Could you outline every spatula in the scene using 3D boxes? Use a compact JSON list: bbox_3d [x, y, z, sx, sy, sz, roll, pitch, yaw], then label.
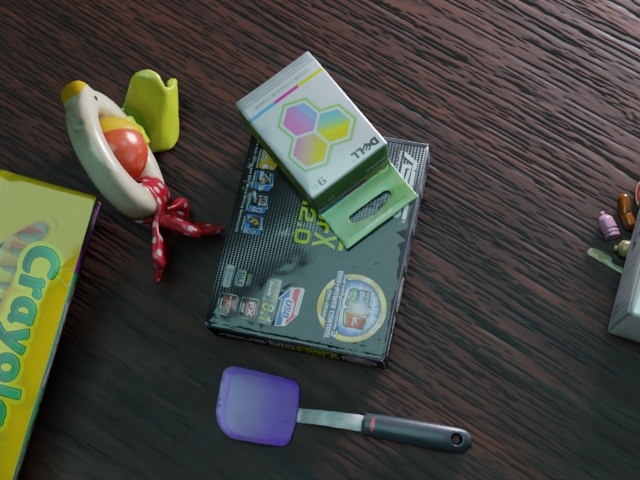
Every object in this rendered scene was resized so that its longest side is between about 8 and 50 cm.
[{"bbox_3d":[0.027,0.209,1.491,0.296,0.030,0.084,9,76,9],"label":"spatula"}]

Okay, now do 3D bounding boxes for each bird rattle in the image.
[{"bbox_3d":[-0.233,-0.083,1.527,0.143,0.207,0.253,-23,62,19],"label":"bird rattle"}]

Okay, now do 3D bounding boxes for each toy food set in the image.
[{"bbox_3d":[0.369,-0.023,1.521,0.078,0.019,0.122,31,80,14],"label":"toy food set"}]

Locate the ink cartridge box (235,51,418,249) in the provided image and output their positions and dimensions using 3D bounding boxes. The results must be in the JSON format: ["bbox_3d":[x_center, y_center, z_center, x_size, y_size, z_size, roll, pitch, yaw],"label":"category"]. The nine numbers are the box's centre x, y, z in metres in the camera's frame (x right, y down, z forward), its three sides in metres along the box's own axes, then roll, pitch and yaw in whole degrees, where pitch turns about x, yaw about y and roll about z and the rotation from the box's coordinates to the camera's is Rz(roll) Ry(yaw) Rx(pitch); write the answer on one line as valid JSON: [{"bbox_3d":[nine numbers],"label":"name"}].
[{"bbox_3d":[0.007,-0.106,1.504,0.109,0.062,0.209,-37,73,-6],"label":"ink cartridge box"}]

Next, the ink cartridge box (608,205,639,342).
[{"bbox_3d":[0.464,-0.008,1.445,0.207,0.117,0.283,17,76,4],"label":"ink cartridge box"}]

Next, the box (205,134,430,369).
[{"bbox_3d":[0.000,0.000,1.538,0.216,0.060,0.270,11,76,10],"label":"box"}]

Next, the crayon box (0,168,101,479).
[{"bbox_3d":[-0.456,0.081,1.486,0.313,0.106,0.363,16,85,-4],"label":"crayon box"}]
